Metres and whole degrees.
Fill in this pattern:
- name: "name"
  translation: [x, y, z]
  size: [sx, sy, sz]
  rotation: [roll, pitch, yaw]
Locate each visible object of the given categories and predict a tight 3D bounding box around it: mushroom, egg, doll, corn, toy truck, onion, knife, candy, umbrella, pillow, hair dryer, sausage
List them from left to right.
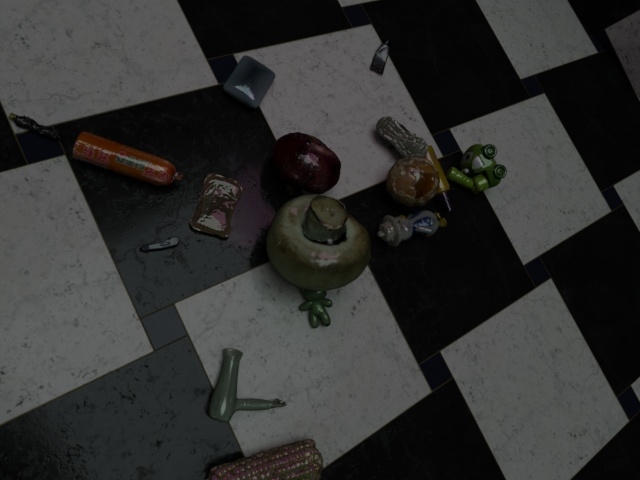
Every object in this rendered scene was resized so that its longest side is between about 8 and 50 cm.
- name: "umbrella"
  translation: [-0.856, -0.341, 1.345]
  size: [0.144, 0.040, 0.037]
  rotation: [23, 77, -12]
- name: "sausage"
  translation: [-0.585, -0.241, 1.388]
  size: [0.312, 0.093, 0.092]
  rotation: [18, 69, -15]
- name: "knife"
  translation: [-0.497, 0.013, 1.388]
  size: [0.121, 0.018, 0.031]
  rotation: [-14, 87, -23]
- name: "pillow"
  translation: [-0.339, -0.118, 1.477]
  size: [0.135, 0.034, 0.211]
  rotation: [17, 68, -14]
- name: "candy"
  translation: [-0.254, -0.571, 1.617]
  size: [0.138, 0.071, 0.174]
  rotation: [29, 68, -11]
- name: "hair dryer"
  translation: [-0.205, 0.452, 1.357]
  size: [0.237, 0.075, 0.206]
  rotation: [21, 62, -22]
- name: "corn"
  translation: [-0.156, 0.661, 1.280]
  size: [0.335, 0.126, 0.126]
  rotation: [-6, 77, -16]
- name: "onion"
  translation: [-0.058, -0.252, 1.543]
  size: [0.252, 0.219, 0.252]
  rotation: [27, 28, -16]
- name: "doll"
  translation: [-0.012, 0.214, 1.492]
  size: [0.115, 0.077, 0.150]
  rotation: [-9, 88, 15]
- name: "mushroom"
  translation: [0.000, 0.000, 1.426]
  size: [0.352, 0.260, 0.352]
  rotation: [11, 45, -12]
- name: "doll"
  translation: [0.335, -0.054, 1.666]
  size: [0.293, 0.119, 0.138]
  rotation: [-13, 37, -24]
- name: "egg"
  translation: [0.348, -0.220, 1.675]
  size: [0.233, 0.195, 0.194]
  rotation: [1, 74, -42]
- name: "toy truck"
  translation: [0.639, -0.276, 1.837]
  size: [0.187, 0.148, 0.210]
  rotation: [44, 85, -8]

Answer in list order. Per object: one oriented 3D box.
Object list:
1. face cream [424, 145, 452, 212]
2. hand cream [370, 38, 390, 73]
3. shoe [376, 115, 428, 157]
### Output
- name: "face cream"
  translation: [0.460, -0.240, 1.785]
  size: [0.078, 0.078, 0.273]
  rotation: [-18, 82, -24]
- name: "hand cream"
  translation: [0.257, -0.773, 1.890]
  size: [0.062, 0.039, 0.163]
  rotation: [25, 74, -15]
- name: "shoe"
  translation: [0.316, -0.396, 1.770]
  size: [0.228, 0.125, 0.099]
  rotation: [38, 98, 0]
